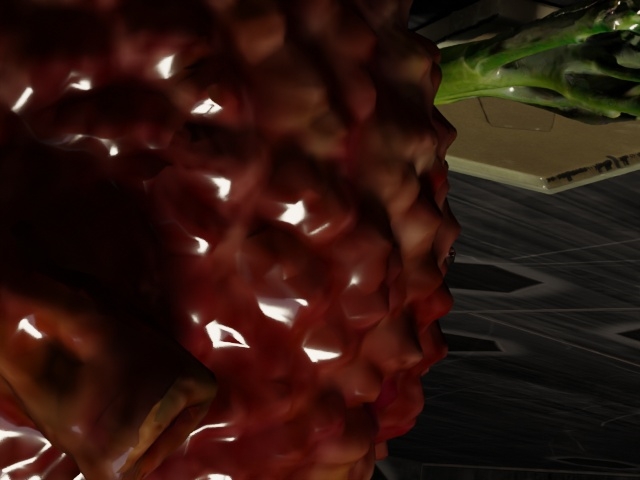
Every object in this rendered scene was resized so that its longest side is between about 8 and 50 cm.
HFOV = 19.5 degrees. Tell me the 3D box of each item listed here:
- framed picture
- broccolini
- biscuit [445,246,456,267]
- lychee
[{"bbox_3d":[0.101,-0.064,0.896,0.184,0.016,0.250,12,168,-22],"label":"framed picture"},{"bbox_3d":[0.104,-0.079,0.726,0.203,0.068,0.091,9,159,39],"label":"broccolini"},{"bbox_3d":[-0.007,0.000,1.165,0.151,0.063,0.235,5,172,14],"label":"biscuit"},{"bbox_3d":[-0.114,-0.012,0.571,0.306,0.306,0.330,12,-169,-26],"label":"lychee"}]
